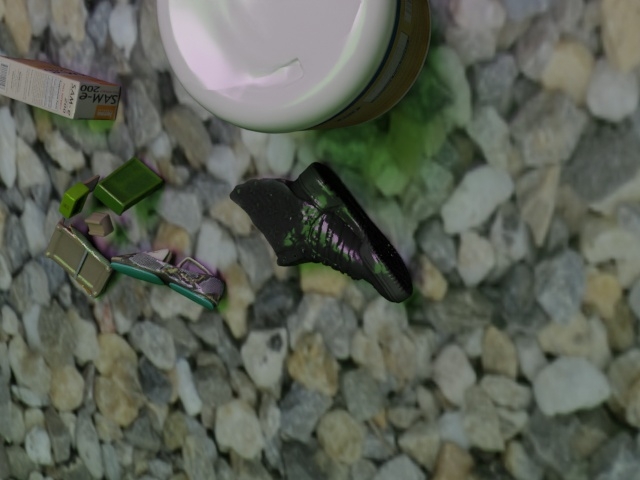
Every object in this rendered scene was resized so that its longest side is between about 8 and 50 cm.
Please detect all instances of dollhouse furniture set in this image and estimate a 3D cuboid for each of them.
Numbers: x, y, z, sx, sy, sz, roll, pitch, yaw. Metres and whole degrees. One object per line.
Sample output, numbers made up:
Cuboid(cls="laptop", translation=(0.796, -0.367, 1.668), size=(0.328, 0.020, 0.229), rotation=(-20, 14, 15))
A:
Cuboid(cls="dollhouse furniture set", translation=(-0.219, -0.016, 0.619), size=(0.076, 0.058, 0.152), rotation=(40, 130, -1))

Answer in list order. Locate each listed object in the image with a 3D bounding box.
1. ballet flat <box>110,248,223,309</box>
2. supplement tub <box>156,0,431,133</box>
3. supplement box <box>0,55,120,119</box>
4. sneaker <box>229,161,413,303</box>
Cuboid(cls="ballet flat", translation=(-0.146, 0.030, 0.596), size=(0.114, 0.041, 0.041), rotation=(21, 108, 5))
Cuboid(cls="supplement tub", translation=(-0.002, -0.149, 0.422), size=(0.144, 0.199, 0.144), rotation=(4, 102, 18))
Cuboid(cls="supplement box", translation=(-0.251, -0.145, 0.580), size=(0.098, 0.062, 0.036), rotation=(20, 106, 13))
Cuboid(cls="sneaker", translation=(-0.001, 0.000, 0.537), size=(0.089, 0.051, 0.170), rotation=(-39, 83, 22))
